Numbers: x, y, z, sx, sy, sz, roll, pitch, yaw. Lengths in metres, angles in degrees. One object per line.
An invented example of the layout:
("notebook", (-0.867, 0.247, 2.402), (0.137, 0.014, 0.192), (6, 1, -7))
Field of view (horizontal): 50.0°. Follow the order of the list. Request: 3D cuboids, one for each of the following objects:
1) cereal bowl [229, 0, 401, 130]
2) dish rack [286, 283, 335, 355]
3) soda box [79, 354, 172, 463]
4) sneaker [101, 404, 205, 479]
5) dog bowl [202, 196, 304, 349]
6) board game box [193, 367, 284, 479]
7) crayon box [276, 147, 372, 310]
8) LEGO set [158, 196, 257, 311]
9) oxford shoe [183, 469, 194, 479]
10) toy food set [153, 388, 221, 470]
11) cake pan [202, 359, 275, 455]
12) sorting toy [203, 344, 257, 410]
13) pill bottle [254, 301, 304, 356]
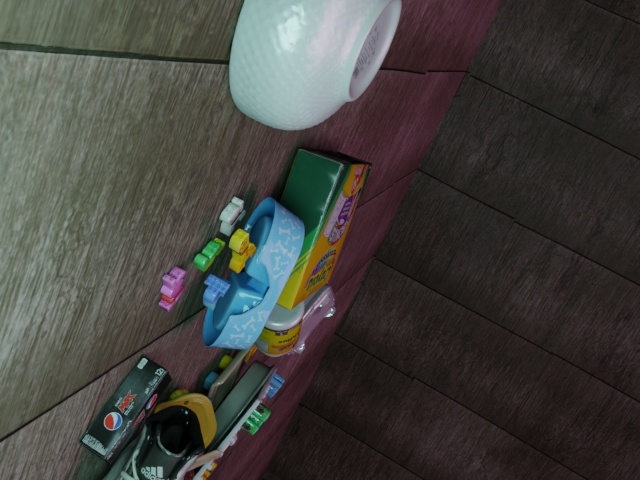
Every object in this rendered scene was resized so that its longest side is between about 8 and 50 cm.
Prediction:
("cereal bowl", (0.018, -0.302, 0.979), (0.339, 0.141, 0.339), (-59, 170, -17))
("dish rack", (-0.046, 0.259, 2.205), (0.285, 0.072, 0.333), (-49, 167, -8))
("soda box", (-0.318, 0.278, 1.130), (0.169, 0.053, 0.060), (-56, 169, -25))
("sneaker", (-0.337, 0.442, 1.128), (0.257, 0.169, 0.447), (-62, 179, 37))
("dog bowl", (-0.120, 0.068, 1.253), (0.297, 0.074, 0.166), (-64, -159, 10))
("board game box", (-0.240, 0.524, 1.751), (0.390, 0.050, 0.390), (-51, 179, 3))
("crayon box", (-0.008, -0.039, 1.523), (0.363, 0.106, 0.313), (-25, 135, -75))
("LEGO set", (-0.162, 0.020, 1.108), (0.227, 0.087, 0.093), (-56, 169, -30))
("oxford shoe", (-0.374, 0.525, 1.450), (0.130, 0.123, 0.348), (-32, 180, 12))
("toy food set", (-0.290, 0.388, 1.438), (0.128, 0.071, 0.218), (-23, 129, -26))
("cake pan", (-0.229, 0.428, 1.786), (0.293, 0.054, 0.293), (-52, 179, -1))
("sorting toy", (-0.246, 0.345, 1.664), (0.196, 0.047, 0.348), (-63, 173, 34))
("pill bottle", (-0.103, 0.197, 1.619), (0.117, 0.117, 0.215), (-55, 168, -30))
